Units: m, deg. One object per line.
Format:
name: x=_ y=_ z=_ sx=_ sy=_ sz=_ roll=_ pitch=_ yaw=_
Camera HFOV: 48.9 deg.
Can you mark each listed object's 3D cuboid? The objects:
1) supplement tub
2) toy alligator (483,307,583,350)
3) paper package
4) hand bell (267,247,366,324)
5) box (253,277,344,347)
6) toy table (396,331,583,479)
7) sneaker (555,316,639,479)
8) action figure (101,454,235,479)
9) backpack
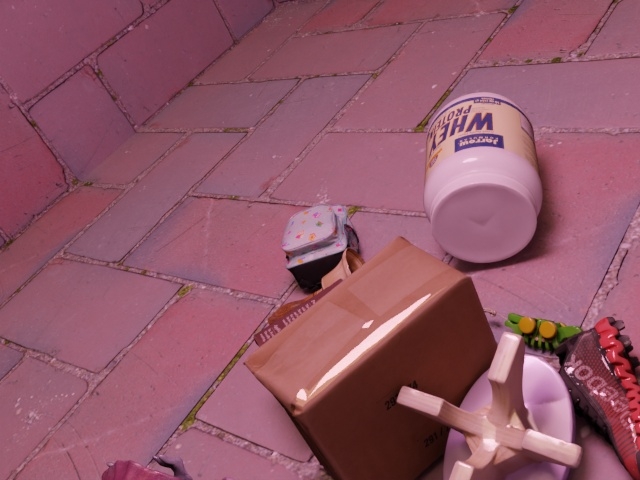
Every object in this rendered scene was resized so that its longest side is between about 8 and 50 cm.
supplement tub: x=0.333 y=-0.133 z=1.460 sx=0.236 sy=0.235 sz=0.324 roll=-13 pitch=36 yaw=21
toy alligator: x=0.361 y=0.158 z=1.225 sx=0.190 sy=0.056 sz=0.051 roll=9 pitch=89 yaw=42
paper package: x=0.102 y=0.211 z=1.097 sx=0.325 sy=0.309 sz=0.168 roll=-38 pitch=37 yaw=-14
hand bell: x=-0.013 y=0.123 z=1.502 sx=0.242 sy=0.126 sz=0.126 roll=-28 pitch=32 yaw=20
box: x=0.020 y=0.214 z=1.279 sx=0.203 sy=0.167 sz=0.168 roll=-32 pitch=33 yaw=-7
toy table: x=0.244 y=0.272 z=0.970 sx=0.252 sy=0.161 sz=0.274 roll=0 pitch=65 yaw=32
sneaker: x=0.417 y=0.239 z=1.035 sx=0.135 sy=0.097 sz=0.276 roll=-22 pitch=36 yaw=19
action figure: x=-0.320 y=0.544 z=1.126 sx=0.276 sy=0.248 sz=0.370 roll=17 pitch=54 yaw=-9
backpack: x=0.000 y=0.000 z=1.605 sx=0.166 sy=0.144 sz=0.188 roll=-22 pitch=28 yaw=18
